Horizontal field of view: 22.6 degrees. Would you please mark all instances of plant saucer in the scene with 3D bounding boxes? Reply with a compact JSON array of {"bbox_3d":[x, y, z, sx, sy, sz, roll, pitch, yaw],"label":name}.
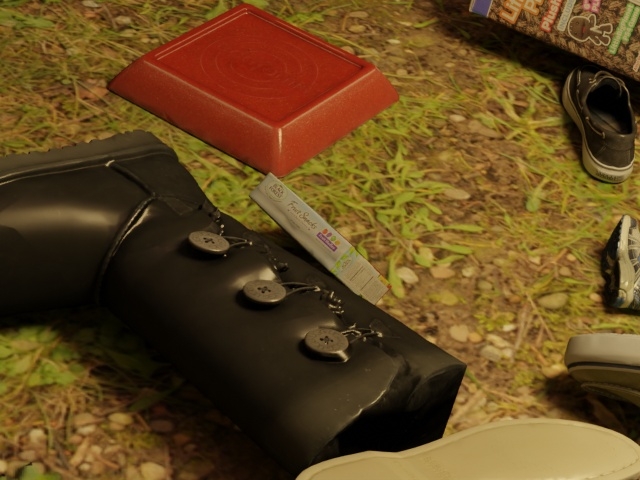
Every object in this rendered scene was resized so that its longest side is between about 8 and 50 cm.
[{"bbox_3d":[-0.073,-0.194,1.904,0.258,0.047,0.259,29,40,23],"label":"plant saucer"}]

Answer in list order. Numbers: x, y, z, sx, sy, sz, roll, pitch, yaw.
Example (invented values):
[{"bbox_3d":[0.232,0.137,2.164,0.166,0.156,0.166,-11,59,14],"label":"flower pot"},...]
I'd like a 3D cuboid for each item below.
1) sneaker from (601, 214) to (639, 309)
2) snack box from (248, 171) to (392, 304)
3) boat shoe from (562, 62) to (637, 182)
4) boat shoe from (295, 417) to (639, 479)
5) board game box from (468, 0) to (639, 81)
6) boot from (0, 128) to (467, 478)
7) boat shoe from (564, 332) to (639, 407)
[{"bbox_3d":[0.336,0.028,1.715,0.058,0.052,0.135,18,43,-6],"label":"sneaker"},{"bbox_3d":[0.000,0.000,1.622,0.037,0.100,0.141,-47,54,-2],"label":"snack box"},{"bbox_3d":[0.342,-0.163,1.939,0.080,0.076,0.228,9,37,-2],"label":"boat shoe"},{"bbox_3d":[0.128,0.227,1.352,0.324,0.096,0.116,-7,25,-24],"label":"boat shoe"},{"bbox_3d":[0.379,-0.320,2.060,0.291,0.141,0.232,27,25,21],"label":"board game box"},{"bbox_3d":[-0.142,0.086,1.452,0.367,0.146,0.445,-27,55,-37],"label":"boot"},{"bbox_3d":[0.374,0.157,1.504,0.302,0.109,0.094,12,78,15],"label":"boat shoe"}]
